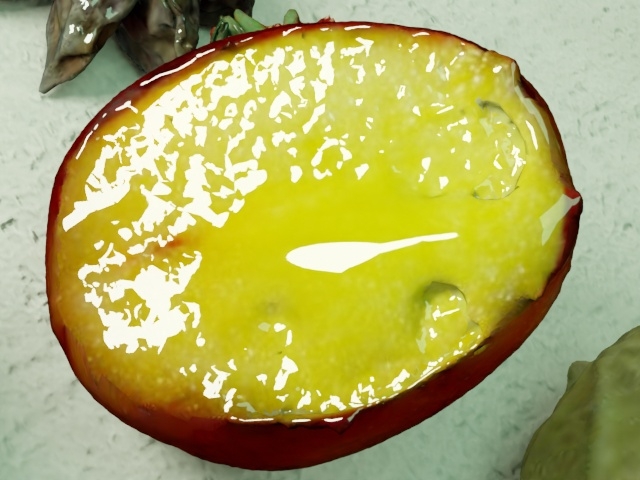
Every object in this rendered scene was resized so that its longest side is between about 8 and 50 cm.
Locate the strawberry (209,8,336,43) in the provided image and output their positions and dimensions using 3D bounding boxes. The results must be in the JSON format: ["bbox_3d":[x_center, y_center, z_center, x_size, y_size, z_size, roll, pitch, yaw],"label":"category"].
[{"bbox_3d":[-0.017,-0.098,1.243,0.192,0.140,0.085,-7,38,-23],"label":"strawberry"}]

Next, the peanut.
[{"bbox_3d":[0.220,0.213,1.204,0.174,0.158,0.340,26,57,-44],"label":"peanut"}]

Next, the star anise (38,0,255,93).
[{"bbox_3d":[-0.140,-0.219,1.238,0.223,0.109,0.236,1,69,-26],"label":"star anise"}]

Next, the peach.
[{"bbox_3d":[0.000,0.000,1.060,0.281,0.338,0.281,13,69,-38],"label":"peach"}]
